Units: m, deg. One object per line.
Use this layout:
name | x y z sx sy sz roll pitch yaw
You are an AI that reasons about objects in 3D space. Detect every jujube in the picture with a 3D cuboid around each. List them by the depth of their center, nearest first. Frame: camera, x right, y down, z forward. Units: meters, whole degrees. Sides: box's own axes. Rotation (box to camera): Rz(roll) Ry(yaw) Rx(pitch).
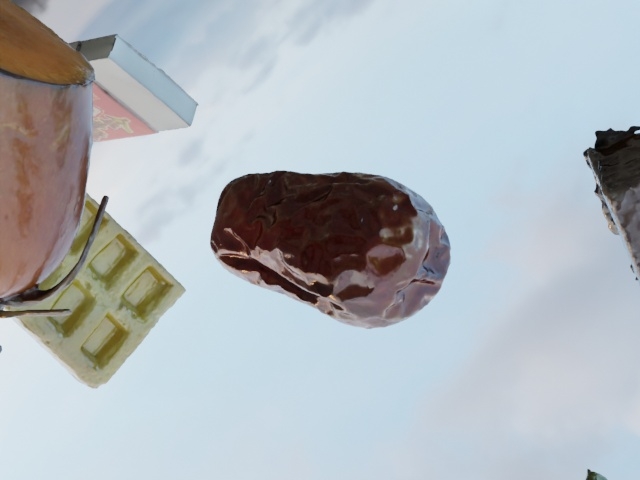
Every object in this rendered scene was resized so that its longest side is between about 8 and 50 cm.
jujube | 0.000 0.000 1.686 0.342 0.216 0.216 15 -124 34

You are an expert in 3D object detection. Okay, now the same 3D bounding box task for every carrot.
carrot | -0.282 -0.053 1.004 0.193 0.214 0.331 -114 -143 -62

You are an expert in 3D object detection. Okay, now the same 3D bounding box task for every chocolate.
chocolate | 0.355 0.041 1.197 0.112 0.321 0.112 -19 -162 17

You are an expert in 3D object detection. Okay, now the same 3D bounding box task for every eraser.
eraser | -0.281 -0.173 1.472 0.230 0.157 0.038 -5 -118 34

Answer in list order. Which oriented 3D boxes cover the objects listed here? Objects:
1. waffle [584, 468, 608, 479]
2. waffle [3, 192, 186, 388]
waffle | 0.239 0.290 0.858 0.054 0.223 0.204 -20 -150 -18
waffle | -0.293 0.034 1.420 0.168 0.274 0.057 -50 -148 -14
